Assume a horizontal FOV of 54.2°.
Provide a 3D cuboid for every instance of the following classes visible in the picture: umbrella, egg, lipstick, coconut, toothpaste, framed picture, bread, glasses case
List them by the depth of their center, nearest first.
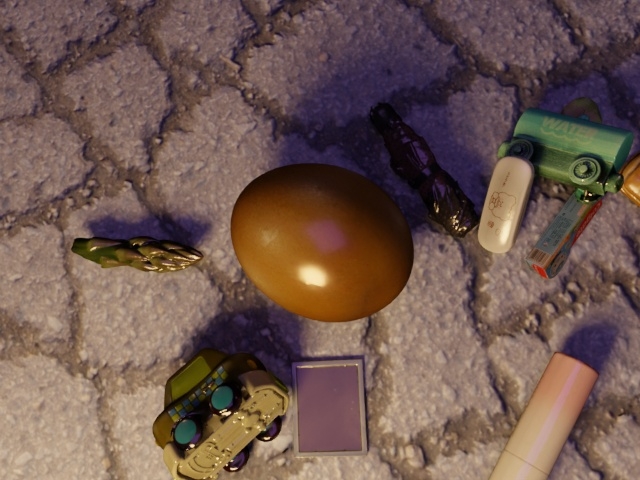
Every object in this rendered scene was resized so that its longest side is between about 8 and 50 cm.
[{"bbox_3d":[0.391,0.364,1.133,0.087,0.087,0.326,30,81,11],"label":"lipstick"},{"bbox_3d":[0.000,0.000,1.156,0.351,0.282,0.282,28,81,17],"label":"egg"},{"bbox_3d":[0.360,-0.068,1.216,0.074,0.049,0.193,23,114,31],"label":"glasses case"},{"bbox_3d":[0.016,0.326,1.217,0.142,0.011,0.183,-4,77,5],"label":"framed picture"},{"bbox_3d":[0.686,-0.095,1.222,0.200,0.077,0.116,44,92,14],"label":"bread"},{"bbox_3d":[0.483,-0.014,1.234,0.044,0.070,0.193,32,81,41],"label":"toothpaste"},{"bbox_3d":[0.202,-0.146,1.269,0.094,0.090,0.326,-36,76,0],"label":"umbrella"},{"bbox_3d":[0.528,-0.249,1.269,0.083,0.081,0.082,13,114,-6],"label":"coconut"}]

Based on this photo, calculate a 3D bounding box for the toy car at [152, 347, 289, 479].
[{"bbox_3d":[-0.204,0.307,1.174,0.248,0.204,0.198,-43,54,-6],"label":"toy car"}]

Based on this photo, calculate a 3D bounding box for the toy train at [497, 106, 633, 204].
[{"bbox_3d":[0.476,-0.175,1.213,0.248,0.101,0.159,28,86,37],"label":"toy train"}]

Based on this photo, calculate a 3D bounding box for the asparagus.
[{"bbox_3d":[-0.372,0.029,1.293,0.288,0.080,0.080,1,77,14],"label":"asparagus"}]
